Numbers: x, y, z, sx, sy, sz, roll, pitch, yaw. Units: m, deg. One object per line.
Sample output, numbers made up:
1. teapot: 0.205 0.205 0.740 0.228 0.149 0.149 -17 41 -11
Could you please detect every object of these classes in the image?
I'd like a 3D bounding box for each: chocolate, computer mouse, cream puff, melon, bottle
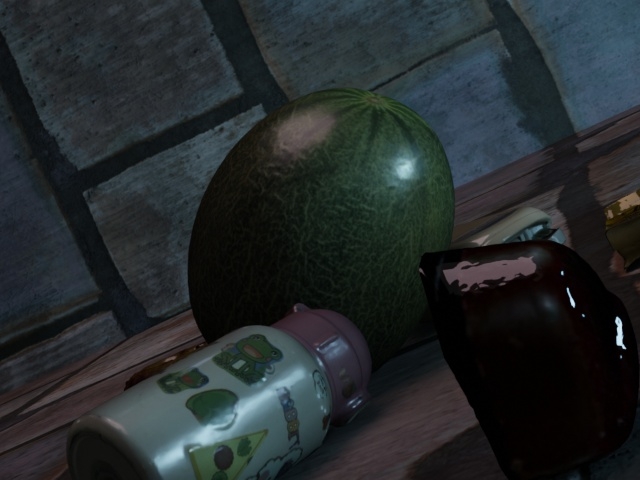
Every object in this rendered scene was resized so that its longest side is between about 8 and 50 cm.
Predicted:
1. chocolate: 0.123 0.059 0.569 0.080 0.148 0.125 -23 41 23
2. computer mouse: 0.147 0.031 1.135 0.145 0.082 0.236 -28 6 -36
3. cream puff: -0.146 0.166 1.213 0.149 0.084 0.149 -21 3 1
4. melon: 0.000 0.000 1.017 0.237 0.237 0.301 -32 -30 -61
5. bottle: -0.060 0.132 0.825 0.253 0.120 0.120 -27 3 -41

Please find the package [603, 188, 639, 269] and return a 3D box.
1. package: 0.305 -0.015 1.005 0.071 0.047 0.131 -30 3 16
